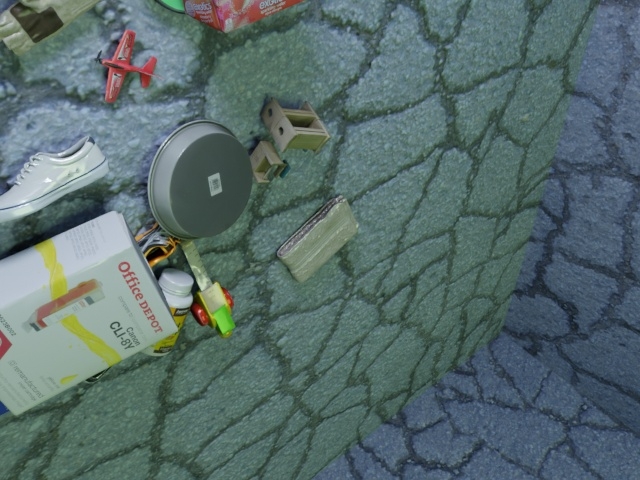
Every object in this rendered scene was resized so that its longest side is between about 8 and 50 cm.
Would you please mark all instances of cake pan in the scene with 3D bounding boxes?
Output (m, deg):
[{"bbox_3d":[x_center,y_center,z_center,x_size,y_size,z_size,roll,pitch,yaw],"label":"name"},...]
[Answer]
[{"bbox_3d":[-0.270,-0.135,1.421,0.293,0.054,0.294,-25,124,-43],"label":"cake pan"}]

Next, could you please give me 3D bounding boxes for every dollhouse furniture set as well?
[{"bbox_3d":[-0.096,-0.253,1.535,0.129,0.129,0.184,-6,149,-45],"label":"dollhouse furniture set"}]

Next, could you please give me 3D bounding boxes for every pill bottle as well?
[{"bbox_3d":[-0.405,0.183,1.550,0.117,0.117,0.215,5,117,-49],"label":"pill bottle"}]

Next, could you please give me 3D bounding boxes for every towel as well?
[{"bbox_3d":[0.000,0.000,1.891,0.282,0.049,0.187,-44,143,-10],"label":"towel"}]

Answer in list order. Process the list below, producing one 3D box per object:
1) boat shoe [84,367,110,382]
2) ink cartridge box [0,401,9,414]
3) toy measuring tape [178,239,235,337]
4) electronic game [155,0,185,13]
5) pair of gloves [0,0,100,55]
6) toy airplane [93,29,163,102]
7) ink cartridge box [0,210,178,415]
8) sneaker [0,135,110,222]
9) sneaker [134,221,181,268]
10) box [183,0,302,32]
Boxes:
[{"bbox_3d":[-0.516,0.247,1.498,0.108,0.102,0.301,19,105,-52],"label":"boat shoe"},{"bbox_3d":[-0.776,0.370,1.371,0.207,0.046,0.097,-25,137,-32],"label":"ink cartridge box"},{"bbox_3d":[-0.323,0.129,1.638,0.121,0.121,0.330,-33,117,-24],"label":"toy measuring tape"},{"bbox_3d":[-0.250,-0.554,1.150,0.229,0.048,0.229,-28,138,-28],"label":"electronic game"},{"bbox_3d":[-0.476,-0.424,0.971,0.204,0.042,0.240,-42,162,-8],"label":"pair of gloves"},{"bbox_3d":[-0.382,-0.347,1.199,0.151,0.028,0.151,-28,139,-28],"label":"toy airplane"},{"bbox_3d":[-0.538,0.150,1.271,0.384,0.160,0.279,-27,132,-14],"label":"ink cartridge box"},{"bbox_3d":[-0.549,-0.124,1.176,0.258,0.094,0.091,-35,123,-28],"label":"sneaker"},{"bbox_3d":[-0.373,-0.006,1.455,0.215,0.083,0.084,-45,142,-11],"label":"sneaker"},{"bbox_3d":[-0.136,-0.519,1.171,0.256,0.128,0.123,-36,145,-31],"label":"box"}]
